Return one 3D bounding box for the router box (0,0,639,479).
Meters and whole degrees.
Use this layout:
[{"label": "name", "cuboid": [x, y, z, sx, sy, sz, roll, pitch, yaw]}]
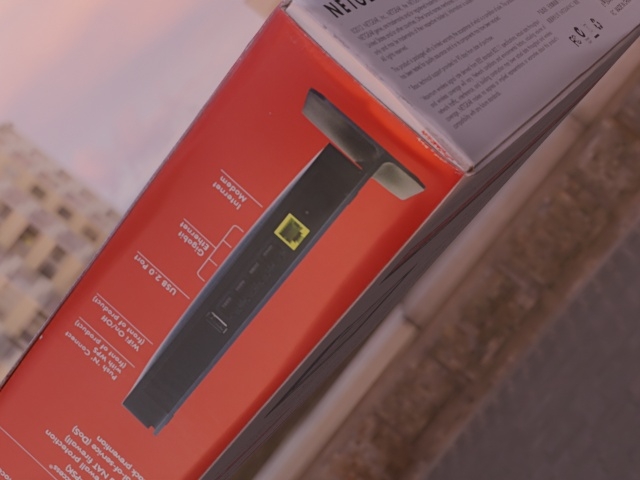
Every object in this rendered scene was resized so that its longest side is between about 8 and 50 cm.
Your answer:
[{"label": "router box", "cuboid": [0.000, 0.000, 0.678, 0.301, 0.082, 0.335, -50, -6, 30]}]
